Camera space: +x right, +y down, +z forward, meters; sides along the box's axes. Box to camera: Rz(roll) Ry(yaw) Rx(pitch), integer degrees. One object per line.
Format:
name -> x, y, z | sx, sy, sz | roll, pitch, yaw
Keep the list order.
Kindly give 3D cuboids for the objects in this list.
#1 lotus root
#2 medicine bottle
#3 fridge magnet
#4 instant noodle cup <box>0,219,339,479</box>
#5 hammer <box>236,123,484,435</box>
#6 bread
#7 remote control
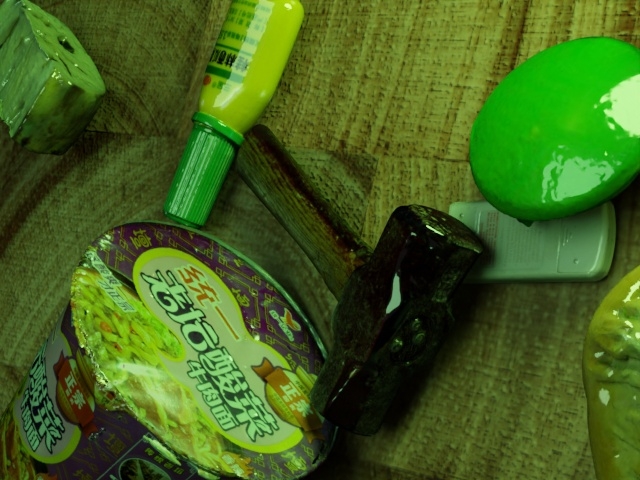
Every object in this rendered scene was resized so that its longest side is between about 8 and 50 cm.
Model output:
lotus root -> -0.376, -0.217, 1.952 | 0.119, 0.138, 0.235 | -45, 52, 14
medicine bottle -> -0.110, -0.161, 1.749 | 0.111, 0.076, 0.308 | 24, 94, 49
fridge magnet -> 0.241, -0.107, 1.410 | 0.208, 0.088, 0.208 | -23, 47, 27
instant noodle cup -> -0.187, 0.186, 1.558 | 0.266, 0.340, 0.339 | -46, 52, 31
hammer -> 0.000, 0.000, 1.586 | 0.409, 0.095, 0.242 | 49, 119, 44
bread -> 0.319, 0.109, 1.252 | 0.204, 0.163, 0.262 | 6, 66, 52
remote control -> 0.209, 0.000, 1.460 | 0.190, 0.029, 0.087 | -4, 75, 40
